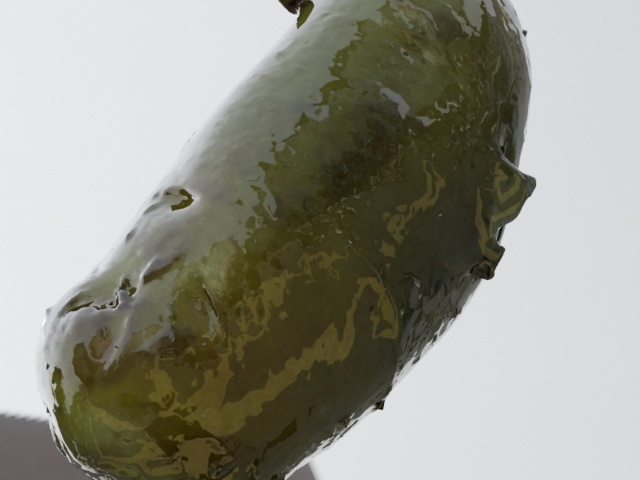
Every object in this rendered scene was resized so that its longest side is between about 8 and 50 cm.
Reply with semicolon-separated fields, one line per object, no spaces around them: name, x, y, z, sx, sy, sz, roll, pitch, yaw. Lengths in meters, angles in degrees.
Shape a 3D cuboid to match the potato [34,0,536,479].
potato;0.000;0.000;0.429;0.188;0.085;0.105;-45;-46;-40
